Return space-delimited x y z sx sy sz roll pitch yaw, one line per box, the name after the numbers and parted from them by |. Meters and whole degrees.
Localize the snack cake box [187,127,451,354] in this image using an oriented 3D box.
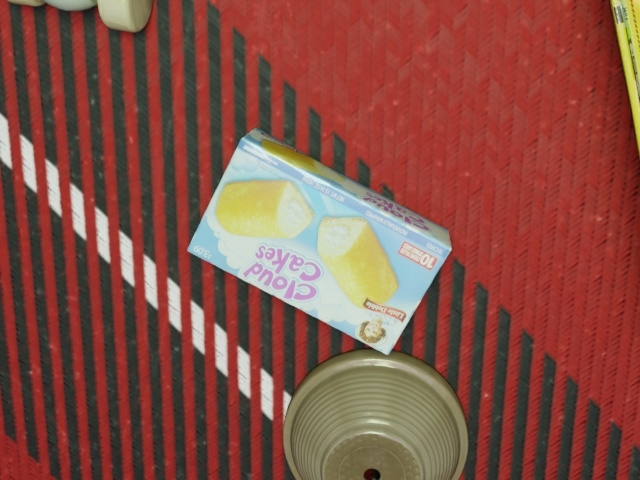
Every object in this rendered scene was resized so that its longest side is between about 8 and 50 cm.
0.000 0.000 0.981 0.264 0.089 0.152 27 106 -2 | snack cake box

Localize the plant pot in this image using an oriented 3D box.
0.065 0.261 1.039 0.238 0.109 0.237 2 105 6 | plant pot

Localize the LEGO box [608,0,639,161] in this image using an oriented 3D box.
0.503 -0.106 0.812 0.373 0.193 0.499 -11 105 20 | LEGO box

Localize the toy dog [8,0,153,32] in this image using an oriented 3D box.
-0.263 -0.375 0.863 0.220 0.161 0.333 -10 105 8 | toy dog
